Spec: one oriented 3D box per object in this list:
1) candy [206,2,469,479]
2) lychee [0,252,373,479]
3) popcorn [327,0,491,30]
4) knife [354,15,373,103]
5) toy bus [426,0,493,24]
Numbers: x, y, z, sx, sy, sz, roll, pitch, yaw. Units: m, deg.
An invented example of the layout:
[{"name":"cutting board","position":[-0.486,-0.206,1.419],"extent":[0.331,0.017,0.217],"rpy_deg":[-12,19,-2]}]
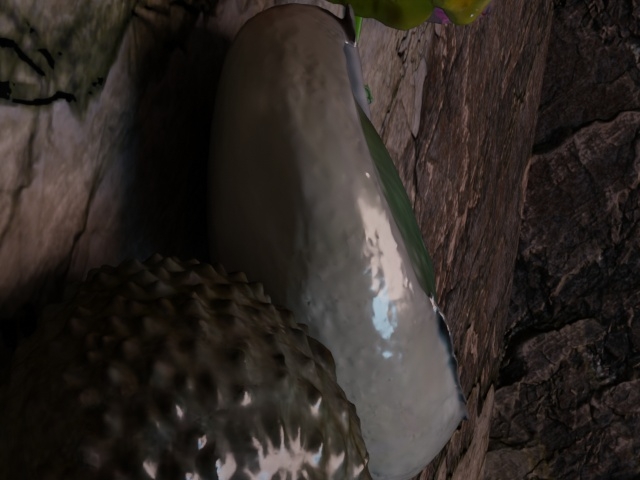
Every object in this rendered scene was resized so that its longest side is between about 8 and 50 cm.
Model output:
[{"name":"candy","position":[0.000,0.000,0.929],"extent":[0.427,0.186,0.386],"rpy_deg":[78,0,-53]},{"name":"lychee","position":[-0.099,0.144,0.697],"extent":[0.274,0.255,0.255],"rpy_deg":[60,-2,30]},{"name":"popcorn","position":[0.099,-0.335,0.994],"extent":[0.312,0.312,0.312],"rpy_deg":[9,90,-72]},{"name":"knife","position":[0.043,-0.215,1.270],"extent":[0.078,0.023,0.166],"rpy_deg":[-68,161,-52]},{"name":"toy bus","position":[0.168,-0.395,1.336],"extent":[0.127,0.147,0.302],"rpy_deg":[90,15,-59]}]
